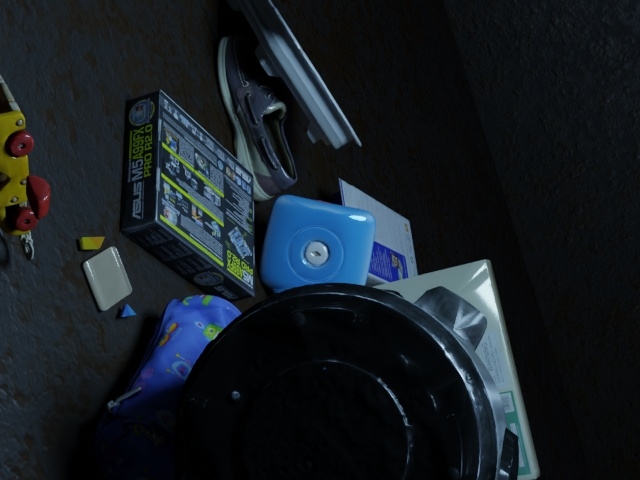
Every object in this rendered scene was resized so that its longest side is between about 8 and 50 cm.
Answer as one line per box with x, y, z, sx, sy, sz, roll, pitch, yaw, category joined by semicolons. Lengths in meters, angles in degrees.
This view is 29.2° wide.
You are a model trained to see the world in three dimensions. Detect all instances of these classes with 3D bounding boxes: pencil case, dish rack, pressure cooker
-0.185;0.185;1.543;0.133;0.119;0.306;56;28;-20;pencil case
-0.059;-0.308;2.099;0.285;0.072;0.333;54;6;-40;dish rack
0.047;0.240;1.484;0.420;0.370;0.375;39;39;-76;pressure cooker

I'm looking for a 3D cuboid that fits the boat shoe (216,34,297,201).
-0.099;-0.209;2.031;0.103;0.092;0.285;12;64;-64;boat shoe

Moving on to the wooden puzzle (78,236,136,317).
-0.273;0.047;1.564;0.078;0.014;0.116;-23;97;-63;wooden puzzle

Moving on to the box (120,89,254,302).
-0.185;-0.057;1.776;0.270;0.060;0.216;42;40;-53;box

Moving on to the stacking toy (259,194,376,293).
0.000;0.000;2.097;0.302;0.175;0.166;-73;174;-81;stacking toy

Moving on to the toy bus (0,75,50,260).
-0.365;-0.075;1.300;0.104;0.191;0.202;-14;87;-25;toy bus

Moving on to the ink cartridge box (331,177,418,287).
0.098;0.009;2.393;0.371;0.069;0.176;29;51;-64;ink cartridge box

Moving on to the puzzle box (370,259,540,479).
0.226;0.262;2.269;0.052;0.272;0.409;7;71;-71;puzzle box
